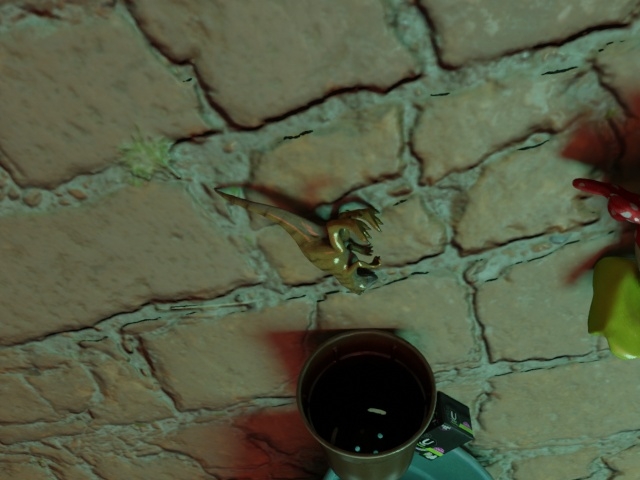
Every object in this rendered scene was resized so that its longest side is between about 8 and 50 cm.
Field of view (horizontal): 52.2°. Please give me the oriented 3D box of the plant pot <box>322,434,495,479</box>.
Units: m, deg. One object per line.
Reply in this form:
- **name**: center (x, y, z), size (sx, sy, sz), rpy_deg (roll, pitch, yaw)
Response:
- **plant pot**: center (0.080, 0.506, 0.986), size (0.341, 0.341, 0.334), rpy_deg (19, 139, -14)

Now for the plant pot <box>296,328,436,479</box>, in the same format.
- **plant pot**: center (0.060, 0.226, 0.833), size (0.167, 0.167, 0.165), rpy_deg (-2, 141, 5)

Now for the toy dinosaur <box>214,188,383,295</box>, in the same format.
- **toy dinosaur**: center (0.000, 0.000, 0.684), size (0.112, 0.064, 0.211), rpy_deg (-32, 123, 30)

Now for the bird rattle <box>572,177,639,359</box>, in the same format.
- **bird rattle**: center (0.348, 0.032, 0.614), size (0.143, 0.207, 0.253), rpy_deg (-22, 139, -1)

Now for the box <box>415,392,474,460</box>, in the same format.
- **box**: center (0.163, 0.264, 0.922), size (0.062, 0.052, 0.083), rpy_deg (32, 126, -25)
